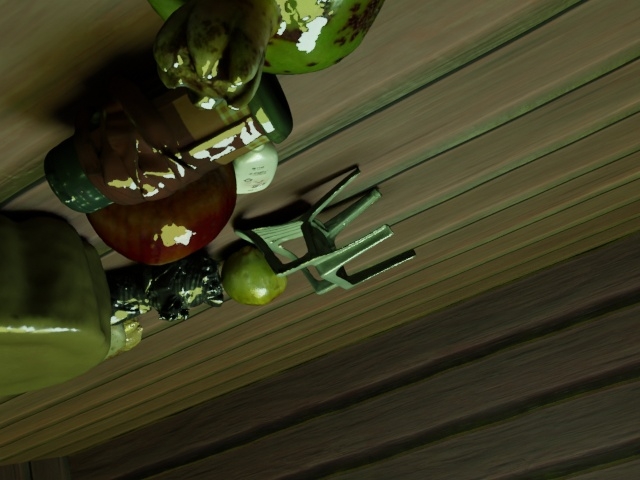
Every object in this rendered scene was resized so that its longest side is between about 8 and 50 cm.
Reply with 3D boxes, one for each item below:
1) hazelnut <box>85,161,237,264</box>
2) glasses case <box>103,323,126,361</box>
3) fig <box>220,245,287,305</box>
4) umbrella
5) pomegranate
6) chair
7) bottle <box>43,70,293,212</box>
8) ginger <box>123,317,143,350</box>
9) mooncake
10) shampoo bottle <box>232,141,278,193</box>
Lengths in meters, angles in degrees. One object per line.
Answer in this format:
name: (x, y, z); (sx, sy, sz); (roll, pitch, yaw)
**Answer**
hazelnut: (-0.205, -0.057, 0.805); (0.170, 0.160, 0.201); (-19, -157, 42)
glasses case: (-0.632, 0.240, 1.253); (0.426, 0.098, 0.156); (-13, 144, -15)
fig: (-0.136, 0.076, 1.221); (0.136, 0.120, 0.153); (-8, 173, -9)
umbrella: (-0.352, 0.106, 1.125); (0.337, 0.128, 0.154); (-8, 160, -17)
pomegranate: (-0.046, -0.196, 0.431); (0.202, 0.247, 0.202); (10, 153, 5)
chair: (0.000, 0.000, 1.098); (0.275, 0.190, 0.203); (-30, 157, 10)
bottle: (-0.176, -0.124, 0.653); (0.271, 0.143, 0.156); (-25, -162, 9)
ginger: (-0.568, 0.249, 1.391); (0.299, 0.065, 0.118); (-15, 142, -14)
mooncake: (-0.512, 0.105, 0.891); (0.379, 0.200, 0.378); (-13, 157, -6)
shampoo bottle: (-0.095, -0.122, 0.853); (0.077, 0.045, 0.152); (-11, 158, -19)
